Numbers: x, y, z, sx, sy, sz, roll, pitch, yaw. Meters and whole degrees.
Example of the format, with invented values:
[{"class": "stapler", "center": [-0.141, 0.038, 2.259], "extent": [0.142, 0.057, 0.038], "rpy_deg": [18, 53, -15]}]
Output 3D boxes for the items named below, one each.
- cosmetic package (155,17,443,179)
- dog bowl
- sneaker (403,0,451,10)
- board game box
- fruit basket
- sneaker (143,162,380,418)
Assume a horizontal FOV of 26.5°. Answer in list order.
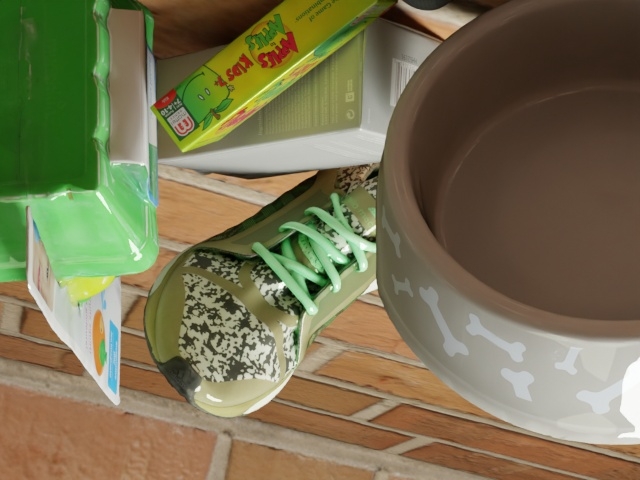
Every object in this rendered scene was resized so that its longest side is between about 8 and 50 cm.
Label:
[{"class": "cosmetic package", "center": [-0.019, -0.115, 1.155], "extent": [0.238, 0.107, 0.127], "rpy_deg": [-2, 174, 39]}, {"class": "dog bowl", "center": [0.200, -0.038, 0.941], "extent": [0.348, 0.349, 0.102], "rpy_deg": [6, 147, 15]}, {"class": "sneaker", "center": [0.047, -0.197, 0.916], "extent": [0.083, 0.098, 0.224], "rpy_deg": [6, 160, 17]}, {"class": "board game box", "center": [-0.033, -0.139, 1.009], "extent": [0.181, 0.043, 0.092], "rpy_deg": [-36, -179, 16]}, {"class": "fruit basket", "center": [-0.190, -0.061, 1.125], "extent": [0.165, 0.327, 0.353], "rpy_deg": [-6, 159, 7]}, {"class": "sneaker", "center": [0.000, 0.000, 1.222], "extent": [0.158, 0.410, 0.182], "rpy_deg": [47, 134, 1]}]
